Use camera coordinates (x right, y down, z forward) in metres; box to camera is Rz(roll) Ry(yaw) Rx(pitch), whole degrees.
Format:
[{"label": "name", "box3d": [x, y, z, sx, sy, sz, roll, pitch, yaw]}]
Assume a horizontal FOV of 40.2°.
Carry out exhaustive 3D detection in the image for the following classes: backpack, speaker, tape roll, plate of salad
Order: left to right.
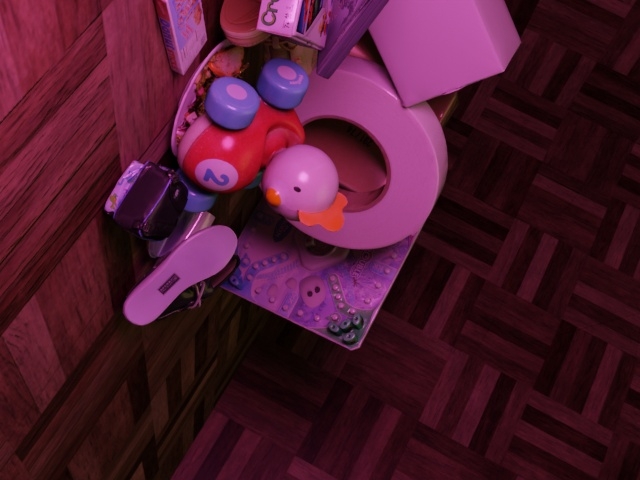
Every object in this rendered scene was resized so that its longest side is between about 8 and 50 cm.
[{"label": "backpack", "box3d": [-0.237, -0.056, 1.215, 0.105, 0.084, 0.114, -60, 168, -3]}, {"label": "speaker", "box3d": [-0.241, 0.003, 1.550, 0.136, 0.055, 0.055, -62, 173, -9]}, {"label": "plate of salad", "box3d": [-0.163, -0.210, 1.322, 0.199, 0.048, 0.200, -61, 174, -11]}, {"label": "tape roll", "box3d": [0.047, -0.157, 1.654, 0.072, 0.392, 0.392, -54, 169, -49]}]

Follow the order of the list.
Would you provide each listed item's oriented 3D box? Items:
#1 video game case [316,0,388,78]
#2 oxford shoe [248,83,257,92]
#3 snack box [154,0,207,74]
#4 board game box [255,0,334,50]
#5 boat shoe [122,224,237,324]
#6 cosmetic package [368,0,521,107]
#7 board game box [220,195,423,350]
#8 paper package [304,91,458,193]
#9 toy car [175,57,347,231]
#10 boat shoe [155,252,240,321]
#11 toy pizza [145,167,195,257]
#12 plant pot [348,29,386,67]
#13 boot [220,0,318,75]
[{"label": "video game case", "box3d": [0.057, -0.387, 1.248, 0.196, 0.026, 0.274, -47, -151, 45]}, {"label": "oxford shoe", "box3d": [-0.143, -0.165, 1.514, 0.096, 0.083, 0.227, -48, 164, -49]}, {"label": "snack box", "box3d": [-0.172, -0.276, 1.092, 0.064, 0.022, 0.178, -59, 173, -17]}, {"label": "board game box", "box3d": [-0.004, -0.406, 1.118, 0.193, 0.053, 0.305, -30, 134, -77]}, {"label": "boat shoe", "box3d": [-0.242, 0.053, 1.482, 0.228, 0.080, 0.076, -44, -158, -6]}, {"label": "cosmetic package", "box3d": [0.163, -0.430, 1.435, 0.197, 0.365, 0.155, -14, -155, 33]}, {"label": "board game box", "box3d": [0.000, 0.000, 2.007, 0.390, 0.390, 0.050, -61, 157, -12]}, {"label": "paper package", "box3d": [0.095, -0.257, 1.892, 0.309, 0.325, 0.168, -62, 173, 1]}, {"label": "toy car", "box3d": [-0.064, -0.096, 1.268, 0.210, 0.238, 0.219, -31, 160, -43]}, {"label": "boat shoe", "box3d": [-0.243, 0.076, 1.668, 0.114, 0.091, 0.302, -67, 172, 32]}, {"label": "toy pizza", "box3d": [-0.234, -0.065, 1.430, 0.201, 0.032, 0.201, -62, 174, -10]}, {"label": "plant pot", "box3d": [0.079, -0.356, 1.695, 0.237, 0.254, 0.237, -62, 174, -11]}, {"label": "boot", "box3d": [-0.067, -0.312, 1.320, 0.203, 0.095, 0.262, 92, 17, -46]}]
